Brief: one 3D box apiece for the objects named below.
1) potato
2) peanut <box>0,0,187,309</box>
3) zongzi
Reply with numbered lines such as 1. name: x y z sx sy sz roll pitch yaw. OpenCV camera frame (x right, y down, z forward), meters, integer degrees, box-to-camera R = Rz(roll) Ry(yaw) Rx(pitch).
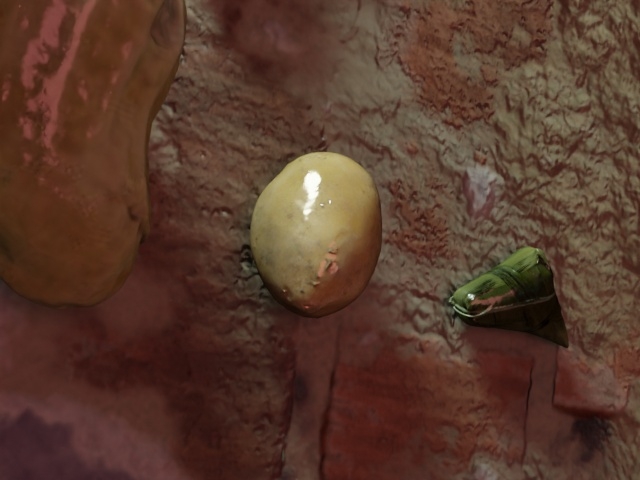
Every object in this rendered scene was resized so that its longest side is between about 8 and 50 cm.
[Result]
1. potato: 0.001 -0.003 1.217 0.112 0.112 0.147 22 69 -27
2. peanut: -0.195 -0.124 1.084 0.174 0.158 0.340 27 75 -64
3. zongzi: 0.177 0.076 1.347 0.104 0.052 0.113 -29 114 -21
